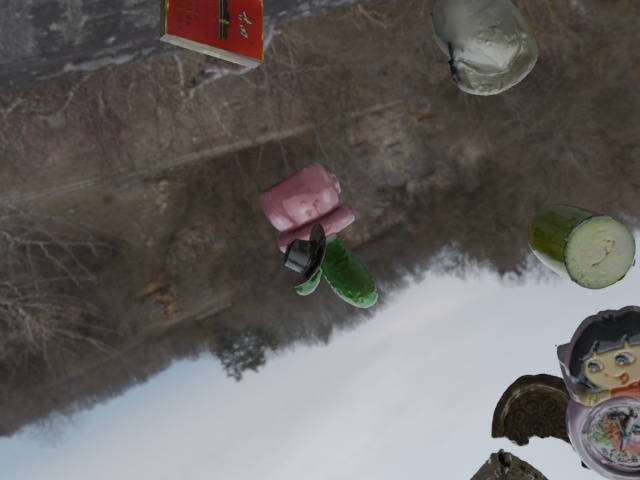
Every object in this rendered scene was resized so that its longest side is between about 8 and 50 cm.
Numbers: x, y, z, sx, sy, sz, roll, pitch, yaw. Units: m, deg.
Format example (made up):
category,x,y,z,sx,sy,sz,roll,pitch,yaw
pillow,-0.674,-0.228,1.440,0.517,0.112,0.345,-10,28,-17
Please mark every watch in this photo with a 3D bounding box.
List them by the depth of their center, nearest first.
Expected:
category,x,y,z,sx,sy,sz,roll,pitch,yaw
watch,0.449,0.204,0.887,0.196,0.244,0.231,-29,175,25

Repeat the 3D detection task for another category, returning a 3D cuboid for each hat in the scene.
category,x,y,z,sx,sy,sz,roll,pitch,yaw
hat,-0.032,0.022,1.034,0.051,0.121,0.121,19,164,-16

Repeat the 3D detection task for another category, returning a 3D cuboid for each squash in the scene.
category,x,y,z,sx,sy,sz,roll,pitch,yaw
squash,0.404,-0.001,0.996,0.123,0.123,0.186,-20,-163,-6

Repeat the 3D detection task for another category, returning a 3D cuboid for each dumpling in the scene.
category,x,y,z,sx,sy,sz,roll,pitch,yaw
dumpling,0.230,-0.294,0.863,0.150,0.176,0.092,1,145,-16

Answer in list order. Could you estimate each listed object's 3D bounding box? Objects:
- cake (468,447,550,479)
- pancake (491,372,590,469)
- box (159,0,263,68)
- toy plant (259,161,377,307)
category,x,y,z,sx,sy,sz,roll,pitch,yaw
cake,0.120,0.213,0.376,0.116,0.086,0.220,-50,174,3
pancake,0.377,0.318,1.043,0.020,0.184,0.190,19,133,-40
box,-0.133,-0.275,0.756,0.133,0.090,0.023,8,168,-34
toy plant,0.001,-0.007,1.497,0.211,0.355,0.317,-23,-175,-5
